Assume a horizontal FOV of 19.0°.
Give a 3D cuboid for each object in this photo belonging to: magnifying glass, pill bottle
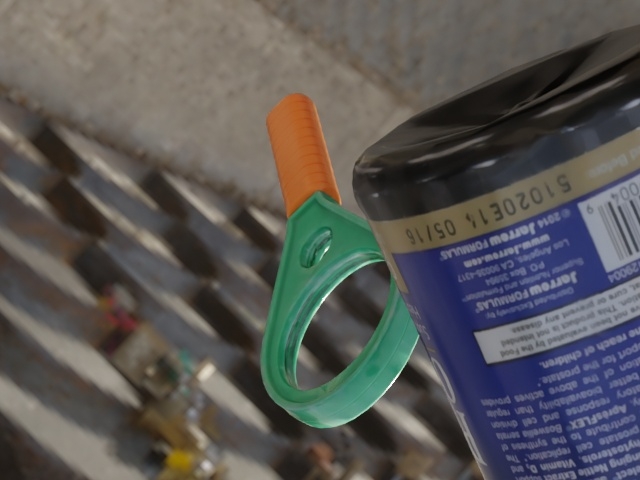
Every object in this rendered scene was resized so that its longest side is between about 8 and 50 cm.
[{"bbox_3d":[0.000,0.000,0.918,0.026,0.231,0.092,35,113,-28],"label":"magnifying glass"},{"bbox_3d":[0.107,0.049,0.622,0.123,0.219,0.123,-24,-171,4],"label":"pill bottle"}]
